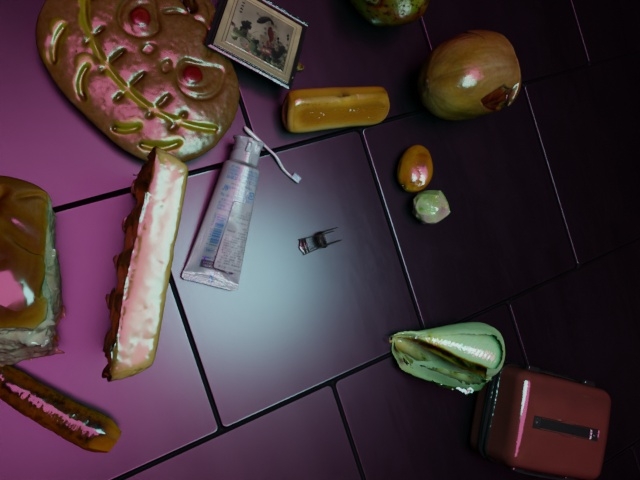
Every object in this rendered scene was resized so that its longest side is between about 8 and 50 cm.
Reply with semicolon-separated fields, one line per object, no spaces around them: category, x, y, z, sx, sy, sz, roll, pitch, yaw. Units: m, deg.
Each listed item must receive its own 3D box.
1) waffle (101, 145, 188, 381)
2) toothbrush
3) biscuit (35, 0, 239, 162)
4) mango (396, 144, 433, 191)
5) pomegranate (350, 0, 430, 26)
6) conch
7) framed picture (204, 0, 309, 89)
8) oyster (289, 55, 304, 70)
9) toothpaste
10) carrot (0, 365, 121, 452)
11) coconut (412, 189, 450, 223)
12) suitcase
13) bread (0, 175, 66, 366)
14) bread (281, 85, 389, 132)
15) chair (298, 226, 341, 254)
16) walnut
waffle;-0.297;0.039;0.964;0.077;0.304;0.349;12;83;-22
toothbrush;-0.102;-0.178;1.217;0.162;0.014;0.017;42;86;-14
biscuit;-0.322;-0.350;1.108;0.394;0.070;0.351;40;72;-15
mango;0.216;-0.165;1.323;0.080;0.060;0.115;22;79;-3
pomegranate;0.154;-0.572;1.284;0.198;0.246;0.199;1;115;2
conch;0.290;0.259;1.276;0.250;0.137;0.144;-7;89;-23
framed picture;-0.125;-0.425;1.195;0.199;0.010;0.195;23;59;-23
oyster;-0.078;-0.378;1.235;0.093;0.034;0.051;-26;103;-27
toothpaste;-0.180;-0.056;1.151;0.113;0.073;0.300;16;87;-21
carrot;-0.487;0.268;0.992;0.314;0.066;0.066;37;73;-15
coconut;0.246;-0.076;1.321;0.082;0.081;0.084;29;55;-54
suitcase;0.507;0.417;1.342;0.296;0.161;0.237;17;81;-22
bread;-0.538;0.047;0.901;0.249;0.225;0.279;-5;69;-17
bread;0.032;-0.285;1.246;0.239;0.074;0.093;-10;125;-24
chair;0.000;0.000;1.236;0.086;0.042;0.037;-18;92;13
walnut;0.348;-0.379;1.328;0.297;0.203;0.203;-26;96;-39
